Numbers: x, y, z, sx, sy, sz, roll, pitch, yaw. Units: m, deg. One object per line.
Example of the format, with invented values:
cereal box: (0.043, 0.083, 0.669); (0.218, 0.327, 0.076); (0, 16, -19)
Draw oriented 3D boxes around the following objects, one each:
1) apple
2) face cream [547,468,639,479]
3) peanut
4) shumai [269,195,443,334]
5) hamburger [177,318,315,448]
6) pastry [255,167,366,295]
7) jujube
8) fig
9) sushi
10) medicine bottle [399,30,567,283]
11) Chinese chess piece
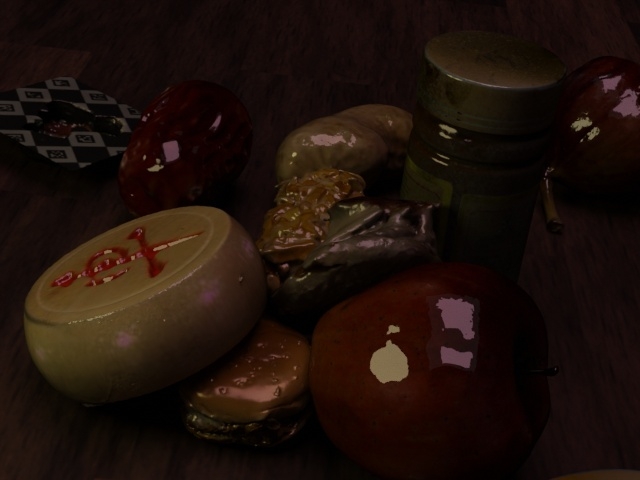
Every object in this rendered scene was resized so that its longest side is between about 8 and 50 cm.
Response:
apple: (0.111, 0.125, 1.028); (0.234, 0.234, 0.234); (5, 31, -3)
face cream: (0.248, 0.291, 0.877); (0.139, 0.067, 0.285); (-19, 25, 10)
peanut: (0.046, -0.119, 1.495); (0.137, 0.122, 0.253); (11, 25, 36)
shumai: (0.038, 0.017, 1.141); (0.201, 0.201, 0.120); (-5, 62, -18)
hamburger: (-0.068, 0.140, 1.085); (0.138, 0.083, 0.147); (11, 35, 8)
pastry: (0.000, 0.000, 1.307); (0.154, 0.102, 0.250); (6, 29, 4)
jujube: (-0.177, -0.112, 1.412); (0.155, 0.155, 0.230); (14, 34, 12)
fig: (0.384, -0.137, 1.560); (0.250, 0.203, 0.186); (-32, 1, 1)
sushi: (-0.360, -0.153, 1.548); (0.231, 0.047, 0.220); (27, 32, 24)
medicine bottle: (0.166, -0.056, 1.216); (0.151, 0.322, 0.151); (5, 31, -3)
Chinese chess piece: (-0.177, 0.059, 1.098); (0.251, 0.097, 0.251); (-18, 23, 8)
